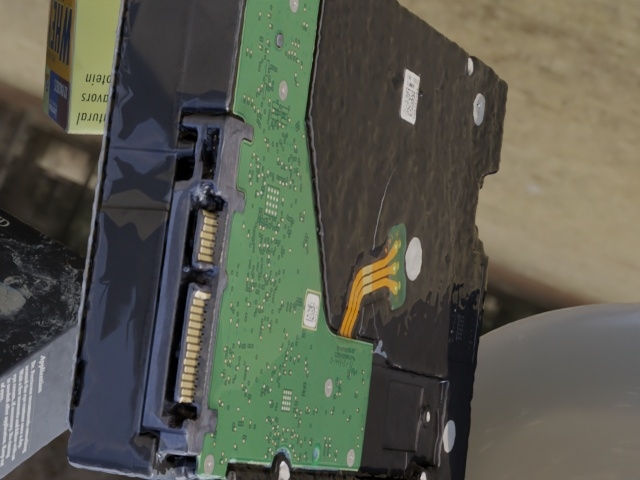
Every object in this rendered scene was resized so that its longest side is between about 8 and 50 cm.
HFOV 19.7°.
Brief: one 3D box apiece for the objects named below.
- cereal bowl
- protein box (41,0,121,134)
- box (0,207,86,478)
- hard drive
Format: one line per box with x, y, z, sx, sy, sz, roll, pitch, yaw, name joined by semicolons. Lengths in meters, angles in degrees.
0.213;0.187;1.132;0.339;0.141;0.339;0;-148;0;cereal bowl
-0.132;-0.199;1.622;0.200;0.201;0.136;1;-168;-18;protein box
-0.224;0.058;1.088;0.156;0.093;0.158;29;-141;22;box
0.000;0.000;0.872;0.064;0.237;0.339;4;174;23;hard drive
